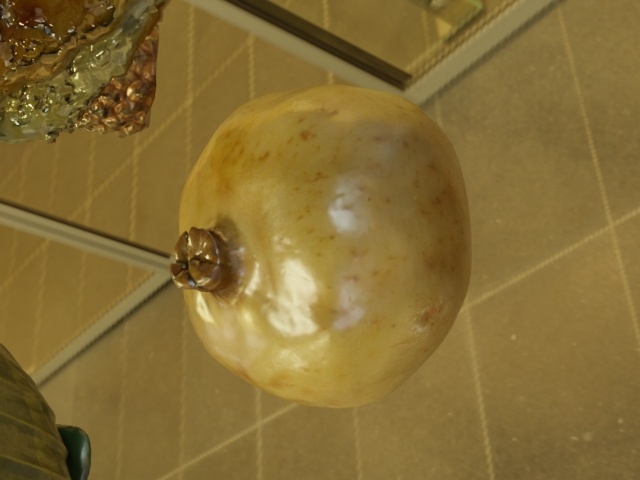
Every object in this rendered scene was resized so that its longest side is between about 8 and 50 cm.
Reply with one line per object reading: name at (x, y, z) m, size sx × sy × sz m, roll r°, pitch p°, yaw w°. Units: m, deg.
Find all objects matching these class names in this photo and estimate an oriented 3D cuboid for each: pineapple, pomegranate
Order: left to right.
pineapple at (-0.276, -0.155, 0.847) m, size 0.119 × 0.277 × 0.130 m, roll 113°, pitch 162°, yaw -52°
pomegranate at (0.009, 0.005, 0.912) m, size 0.307 × 0.307 × 0.307 m, roll -31°, pitch 49°, yaw 44°

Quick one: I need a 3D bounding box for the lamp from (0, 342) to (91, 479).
lamp at (-0.226, 0.147, 0.414) m, size 0.250 × 0.250 × 0.284 m, roll -23°, pitch 55°, yaw 48°

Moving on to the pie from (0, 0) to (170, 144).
pie at (-0.199, -0.218, 0.614) m, size 0.308 × 0.308 × 0.085 m, roll -59°, pitch 11°, yaw 16°
